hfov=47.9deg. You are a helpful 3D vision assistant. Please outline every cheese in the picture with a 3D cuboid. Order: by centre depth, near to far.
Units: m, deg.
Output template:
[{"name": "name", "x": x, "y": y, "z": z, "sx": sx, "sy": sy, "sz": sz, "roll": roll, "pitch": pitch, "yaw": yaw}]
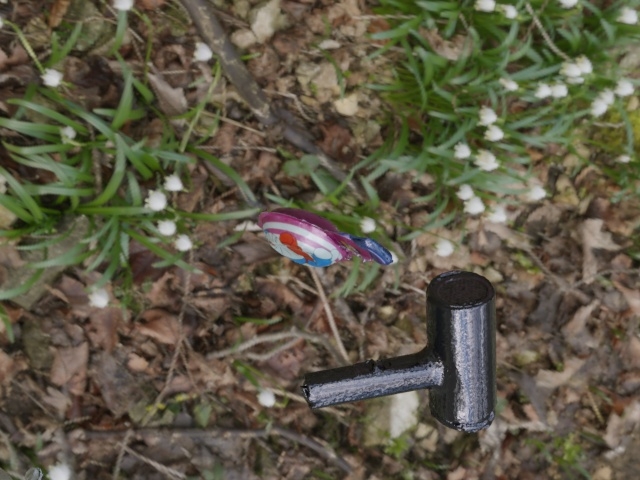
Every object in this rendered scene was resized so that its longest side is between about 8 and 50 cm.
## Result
[{"name": "cheese", "x": 0.000, "y": 0.000, "z": 0.650, "sx": 0.095, "sy": 0.145, "sz": 0.038, "roll": 39, "pitch": 68, "yaw": -43}]

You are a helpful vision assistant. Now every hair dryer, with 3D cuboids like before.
[{"name": "hair dryer", "x": 0.099, "y": 0.157, "z": 0.875, "sx": 0.252, "sy": 0.089, "sz": 0.197, "roll": -12, "pitch": 119, "yaw": -12}]

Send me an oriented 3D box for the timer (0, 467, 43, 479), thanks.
[{"name": "timer", "x": -0.458, "y": 0.393, "z": 1.029, "sx": 0.175, "sy": 0.175, "sz": 0.266, "roll": -61, "pitch": 162, "yaw": -7}]
